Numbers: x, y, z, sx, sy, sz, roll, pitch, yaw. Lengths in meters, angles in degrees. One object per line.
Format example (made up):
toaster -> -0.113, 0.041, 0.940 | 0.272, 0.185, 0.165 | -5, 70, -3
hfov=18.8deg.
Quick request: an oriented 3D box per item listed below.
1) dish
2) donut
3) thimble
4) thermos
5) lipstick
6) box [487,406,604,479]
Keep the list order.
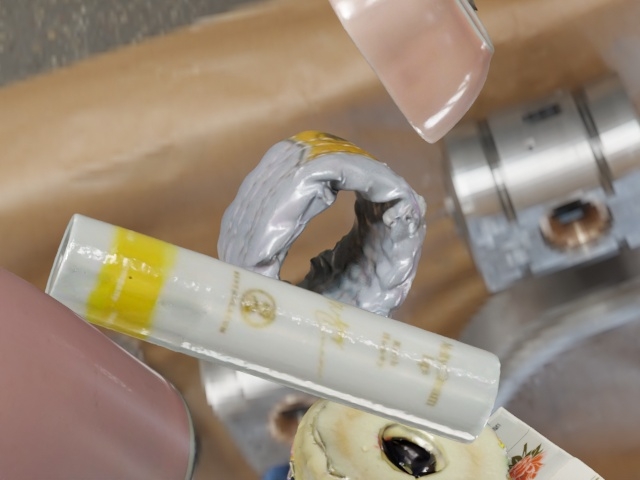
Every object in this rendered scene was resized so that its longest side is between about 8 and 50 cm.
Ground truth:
dish -> 0.077, -0.191, 1.615 | 0.090, 0.213, 0.213 | -32, 126, 11
donut -> 0.058, 0.177, 1.441 | 0.174, 0.175, 0.068 | 8, 127, -16
thimble -> 0.000, 0.003, 1.416 | 0.127, 0.118, 0.151 | 20, 101, -22
thermos -> -0.206, 0.070, 0.934 | 0.176, 0.146, 0.265 | -27, 135, 24
lipstick -> -0.025, 0.052, 1.107 | 0.264, 0.059, 0.059 | 18, 123, -12
box -> 0.145, 0.198, 1.504 | 0.109, 0.198, 0.029 | -42, 110, -6
